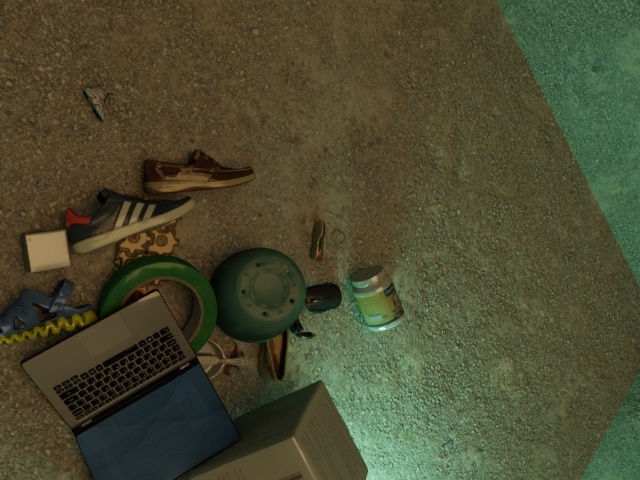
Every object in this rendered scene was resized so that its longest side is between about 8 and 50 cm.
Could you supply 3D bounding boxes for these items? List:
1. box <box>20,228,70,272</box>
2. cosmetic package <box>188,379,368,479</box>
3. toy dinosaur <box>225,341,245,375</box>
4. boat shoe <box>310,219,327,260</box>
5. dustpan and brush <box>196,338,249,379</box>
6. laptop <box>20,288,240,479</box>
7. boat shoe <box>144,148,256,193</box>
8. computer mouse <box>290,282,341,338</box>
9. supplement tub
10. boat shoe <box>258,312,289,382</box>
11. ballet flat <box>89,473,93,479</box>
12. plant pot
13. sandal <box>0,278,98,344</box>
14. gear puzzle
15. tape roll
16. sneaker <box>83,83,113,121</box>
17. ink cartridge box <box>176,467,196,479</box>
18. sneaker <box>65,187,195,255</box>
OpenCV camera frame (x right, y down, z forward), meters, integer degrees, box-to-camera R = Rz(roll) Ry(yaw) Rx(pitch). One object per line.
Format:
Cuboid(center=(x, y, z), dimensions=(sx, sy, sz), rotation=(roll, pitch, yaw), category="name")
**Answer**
Cuboid(center=(-0.712, 0.025, 1.631), dimensions=(0.101, 0.087, 0.102), rotation=(-10, 95, -33), category="box")
Cuboid(center=(-0.096, 0.658, 1.771), dimensions=(0.327, 0.394, 0.329), rotation=(-27, 92, 14), category="cosmetic package")
Cuboid(center=(-0.274, 0.382, 1.973), dimensions=(0.082, 0.047, 0.090), rotation=(-35, 76, -20), category="toy dinosaur")
Cuboid(center=(0.000, 0.000, 2.137), dimensions=(0.043, 0.049, 0.137), rotation=(9, 88, -37), category="boat shoe")
Cuboid(center=(-0.323, 0.363, 1.912), dimensions=(0.211, 0.060, 0.147), rotation=(8, 85, -33), category="dustpan and brush")
Cuboid(center=(-0.484, 0.416, 1.635), dimensions=(0.382, 0.236, 0.408), rotation=(-30, 122, -14), category="laptop")
Cuboid(center=(-0.352, -0.210, 1.858), dimensions=(0.342, 0.123, 0.123), rotation=(-8, 96, -27), category="boat shoe")
Cuboid(center=(-0.003, 0.231, 2.090), dimensions=(0.262, 0.060, 0.184), rotation=(3, 80, -46), category="computer mouse")
Cuboid(center=(0.199, 0.203, 2.214), dimensions=(0.144, 0.144, 0.199), rotation=(-32, 108, -30), category="supplement tub")
Cuboid(center=(-0.139, 0.309, 2.019), dimensions=(0.105, 0.089, 0.285), rotation=(-1, 90, -33), category="boat shoe")
Cuboid(center=(-0.551, 0.716, 1.772), dimensions=(0.250, 0.058, 0.084), rotation=(45, 45, -32), category="ballet flat")
Cuboid(center=(-0.174, 0.154, 1.856), dimensions=(0.293, 0.235, 0.293), rotation=(3, 80, -16), category="plant pot")
Cuboid(center=(-0.739, 0.186, 1.604), dimensions=(0.317, 0.126, 0.138), rotation=(-13, 93, -41), category="sandal")
Cuboid(center=(-0.500, 0.042, 1.803), dimensions=(0.175, 0.044, 0.339), rotation=(8, 85, -28), category="gear puzzle")
Cuboid(center=(-0.454, 0.202, 1.765), dimensions=(0.321, 0.077, 0.321), rotation=(-8, 109, -25), category="tape roll")
Cuboid(center=(-0.599, -0.383, 1.735), dimensions=(0.069, 0.038, 0.098), rotation=(-34, 109, -28), category="sneaker")
Cuboid(center=(-0.324, 0.696, 1.821), dimensions=(0.353, 0.119, 0.207), rotation=(57, 18, -20), category="ink cartridge box")
Cuboid(center=(-0.514, -0.086, 1.702), dimensions=(0.350, 0.131, 0.148), rotation=(-23, 92, -30), category="sneaker")
